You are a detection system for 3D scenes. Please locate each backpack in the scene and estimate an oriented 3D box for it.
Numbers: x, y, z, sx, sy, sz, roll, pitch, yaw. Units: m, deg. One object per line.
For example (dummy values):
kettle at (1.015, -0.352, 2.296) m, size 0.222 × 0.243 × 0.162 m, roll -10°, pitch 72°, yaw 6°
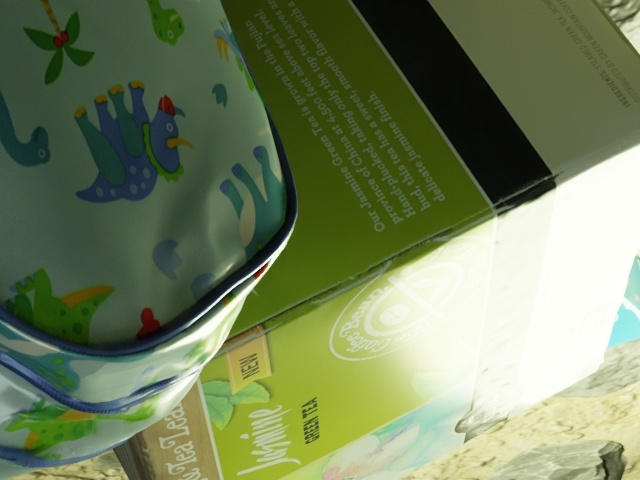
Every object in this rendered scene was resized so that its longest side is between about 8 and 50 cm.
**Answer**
backpack at (-0.169, -0.076, 0.592) m, size 0.273 × 0.355 × 0.290 m, roll -4°, pitch -164°, yaw 25°

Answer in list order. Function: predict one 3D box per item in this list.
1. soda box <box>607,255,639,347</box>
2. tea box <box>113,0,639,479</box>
soda box at (0.205, 0.024, 1.311) m, size 0.071 × 0.067 × 0.210 m, roll -21°, pitch 149°, yaw 23°
tea box at (0.000, 0.000, 0.955) m, size 0.323 × 0.220 × 0.329 m, roll -26°, pitch 154°, yaw -11°
